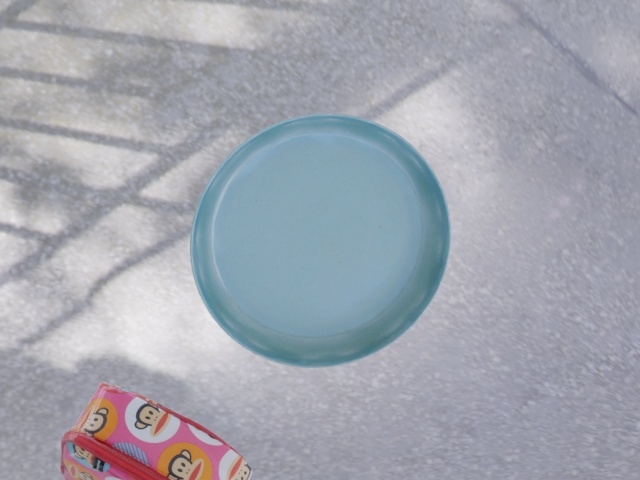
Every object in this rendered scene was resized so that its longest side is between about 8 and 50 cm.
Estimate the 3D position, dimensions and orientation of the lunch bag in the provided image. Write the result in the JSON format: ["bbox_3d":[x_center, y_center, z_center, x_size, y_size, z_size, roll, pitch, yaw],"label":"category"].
[{"bbox_3d":[-0.195,0.309,1.328,0.258,0.293,0.120,28,61,3],"label":"lunch bag"}]

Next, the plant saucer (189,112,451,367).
[{"bbox_3d":[0.000,0.000,1.263,0.318,0.043,0.317,-3,107,-10],"label":"plant saucer"}]
